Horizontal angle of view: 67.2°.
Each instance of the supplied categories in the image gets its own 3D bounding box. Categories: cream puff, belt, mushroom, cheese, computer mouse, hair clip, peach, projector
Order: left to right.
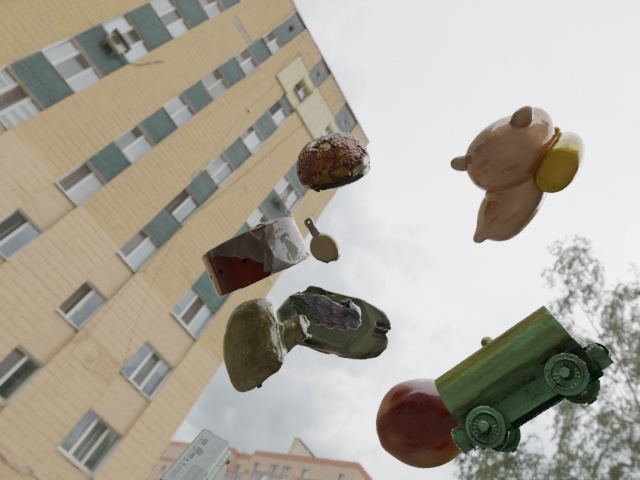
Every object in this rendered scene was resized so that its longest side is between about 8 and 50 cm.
[{"bbox_3d":[-0.181,0.356,0.657,0.061,0.115,0.147,22,-72,12],"label":"projector"},{"bbox_3d":[-0.190,0.301,1.401,0.292,0.217,0.212,-24,-75,26],"label":"mushroom"},{"bbox_3d":[-0.145,0.035,1.113,0.324,0.227,0.115,-25,-90,61],"label":"belt"},{"bbox_3d":[-0.004,0.005,1.604,0.171,0.047,0.092,42,-67,12],"label":"cheese"},{"bbox_3d":[0.009,0.154,1.103,0.195,0.052,0.124,-6,-52,42],"label":"hair clip"},{"bbox_3d":[0.036,-0.239,1.437,0.240,0.240,0.164,3,-63,27],"label":"cream puff"},{"bbox_3d":[0.045,0.313,1.794,0.429,0.228,0.145,11,-24,11],"label":"computer mouse"},{"bbox_3d":[0.346,0.598,1.593,0.308,0.308,0.332,37,-40,-5],"label":"peach"}]

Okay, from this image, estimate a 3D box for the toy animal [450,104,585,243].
[{"bbox_3d":[0.459,-0.187,1.199,0.247,0.277,0.345,29,-45,1],"label":"toy animal"}]

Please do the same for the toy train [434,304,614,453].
[{"bbox_3d":[0.341,0.244,0.847,0.307,0.189,0.126,-40,-33,15],"label":"toy train"}]
